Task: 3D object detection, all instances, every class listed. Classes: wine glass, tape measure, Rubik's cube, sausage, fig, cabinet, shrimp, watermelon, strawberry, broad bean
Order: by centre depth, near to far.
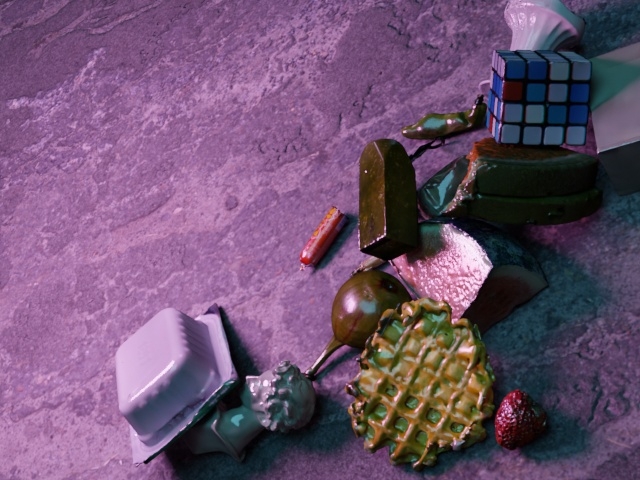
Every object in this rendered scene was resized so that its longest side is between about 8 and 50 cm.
[{"bbox_3d":[0.319,0.292,1.628,0.083,0.083,0.096,28,86,41],"label":"strawberry"},{"bbox_3d":[0.559,-0.216,1.753,0.150,0.145,0.206,-16,54,24],"label":"cabinet"},{"bbox_3d":[0.385,-0.255,1.788,0.155,0.151,0.154,2,19,0],"label":"Rubik's cube"},{"bbox_3d":[0.232,0.056,1.798,0.318,0.148,0.226,6,72,37],"label":"watermelon"},{"bbox_3d":[0.069,0.170,1.861,0.259,0.151,0.151,-56,39,35],"label":"fig"},{"bbox_3d":[0.398,-0.356,1.942,0.164,0.165,0.197,20,77,39],"label":"wine glass"},{"bbox_3d":[0.200,-0.128,1.969,0.179,0.107,0.104,-33,6,-12],"label":"tape measure"},{"bbox_3d":[0.097,0.025,1.975,0.114,0.023,0.083,-37,45,-1],"label":"shrimp"},{"bbox_3d":[0.256,-0.236,2.021,0.195,0.061,0.046,-21,26,35],"label":"broad bean"},{"bbox_3d":[0.000,0.000,2.039,0.050,0.048,0.145,28,81,46],"label":"sausage"}]

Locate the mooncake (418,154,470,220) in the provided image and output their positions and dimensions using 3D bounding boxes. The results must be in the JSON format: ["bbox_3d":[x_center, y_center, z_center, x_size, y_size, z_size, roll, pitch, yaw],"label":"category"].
[{"bbox_3d":[0.239,-0.096,1.894,0.130,0.125,0.073,-41,82,-5],"label":"mooncake"}]

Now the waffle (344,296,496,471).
[{"bbox_3d":[0.162,0.244,1.704,0.262,0.060,0.281,-19,84,14],"label":"waffle"}]

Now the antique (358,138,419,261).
[{"bbox_3d":[0.121,-0.082,1.835,0.080,0.081,0.221,-27,53,45],"label":"antique"}]

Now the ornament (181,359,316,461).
[{"bbox_3d":[-0.133,0.327,1.869,0.285,0.130,0.120,-31,32,23],"label":"ornament"}]

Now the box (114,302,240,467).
[{"bbox_3d":[-0.305,0.250,1.957,0.264,0.106,0.337,-40,27,5],"label":"box"}]

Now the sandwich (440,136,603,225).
[{"bbox_3d":[0.353,-0.112,1.754,0.292,0.109,0.212,7,30,-3],"label":"sandwich"}]
